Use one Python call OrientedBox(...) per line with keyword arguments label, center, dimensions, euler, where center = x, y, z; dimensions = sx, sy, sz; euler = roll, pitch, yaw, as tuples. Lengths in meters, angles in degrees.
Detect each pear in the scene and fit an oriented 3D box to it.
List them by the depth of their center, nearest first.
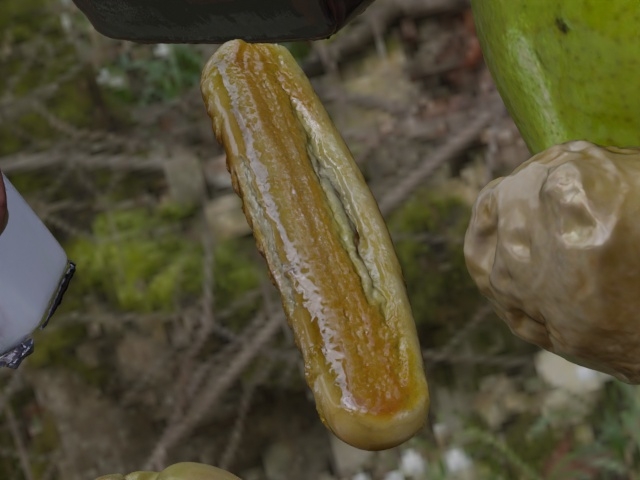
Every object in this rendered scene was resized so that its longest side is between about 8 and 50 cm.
OrientedBox(label="pear", center=(0.256, -0.104, 1.289), dimensions=(0.342, 0.318, 0.238), euler=(1, 14, 39))

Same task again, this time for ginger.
OrientedBox(label="ginger", center=(0.247, 0.016, 0.903), dimensions=(0.354, 0.190, 0.126), euler=(1, 54, 7))

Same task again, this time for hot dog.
OrientedBox(label="hot dog", center=(0.000, 0.000, 0.524), dimensions=(0.044, 0.137, 0.028), euler=(-2, -39, -30))

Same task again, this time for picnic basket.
OrientedBox(label="picnic basket", center=(-0.077, -0.226, 1.296), dimensions=(0.297, 0.222, 0.129), euler=(5, 51, 38))

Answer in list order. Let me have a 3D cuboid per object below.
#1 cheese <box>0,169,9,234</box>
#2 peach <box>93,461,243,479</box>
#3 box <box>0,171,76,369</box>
OrientedBox(label="cheese", center=(-0.169, -0.049, 0.445), dimensions=(0.128, 0.177, 0.203), euler=(3, 65, 33))
OrientedBox(label="peach", center=(-0.106, 0.242, 1.245), dimensions=(0.184, 0.184, 0.184), euler=(-14, 13, 3))
OrientedBox(label="box", center=(-0.311, -0.057, 0.996), dimensions=(0.190, 0.370, 0.112), euler=(-26, 24, 25))
